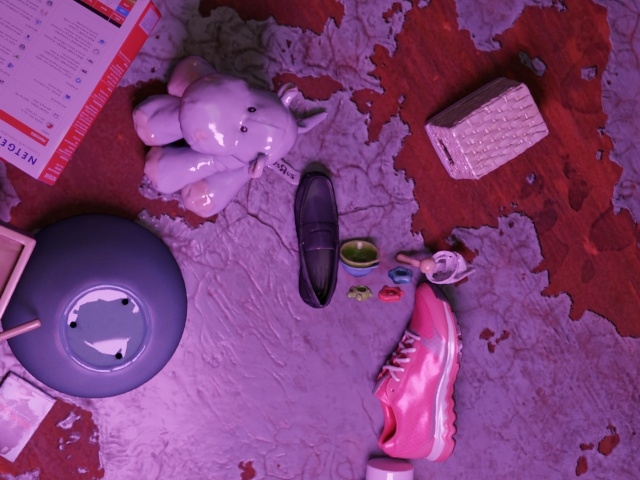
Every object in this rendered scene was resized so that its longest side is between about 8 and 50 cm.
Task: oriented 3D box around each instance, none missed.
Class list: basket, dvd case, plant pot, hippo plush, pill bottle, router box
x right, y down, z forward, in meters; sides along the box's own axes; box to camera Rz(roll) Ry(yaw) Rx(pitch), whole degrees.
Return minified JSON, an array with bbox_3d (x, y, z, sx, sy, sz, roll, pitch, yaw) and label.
[{"bbox_3d":[0.278,-0.185,1.922,0.167,0.103,0.113,-33,105,-10],"label":"basket"},{"bbox_3d":[-0.484,0.276,1.816,0.087,0.013,0.119,36,86,-17],"label":"dvd case"},{"bbox_3d":[-0.331,0.113,1.743,0.290,0.195,0.290,-2,98,-16],"label":"plant pot"},{"bbox_3d":[-0.133,-0.140,1.743,0.294,0.236,0.234,22,90,-17],"label":"hippo plush"},{"bbox_3d":[0.110,0.465,1.957,0.108,0.108,0.180,3,96,-16],"label":"pill bottle"},{"bbox_3d":[-0.451,-0.293,1.655,0.335,0.082,0.301,32,88,5],"label":"router box"}]

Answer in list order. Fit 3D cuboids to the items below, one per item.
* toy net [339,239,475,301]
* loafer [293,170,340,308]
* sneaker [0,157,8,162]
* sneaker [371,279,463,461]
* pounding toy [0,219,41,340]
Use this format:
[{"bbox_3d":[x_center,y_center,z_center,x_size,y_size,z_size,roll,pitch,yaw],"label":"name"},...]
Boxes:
[{"bbox_3d":[0.149,0.047,1.908,0.232,0.122,0.045,-3,124,-10],"label":"toy net"},{"bbox_3d":[0.000,0.000,1.881,0.076,0.078,0.223,-2,98,-16],"label":"loafer"},{"bbox_3d":[-0.520,-0.148,1.735,0.067,0.042,0.118,-42,98,-11],"label":"sneaker"},{"bbox_3d":[0.156,0.224,1.935,0.136,0.116,0.313,-1,98,-14],"label":"sneaker"},{"bbox_3d":[-0.483,0.073,1.651,0.181,0.094,0.206,25,90,-18],"label":"pounding toy"}]
